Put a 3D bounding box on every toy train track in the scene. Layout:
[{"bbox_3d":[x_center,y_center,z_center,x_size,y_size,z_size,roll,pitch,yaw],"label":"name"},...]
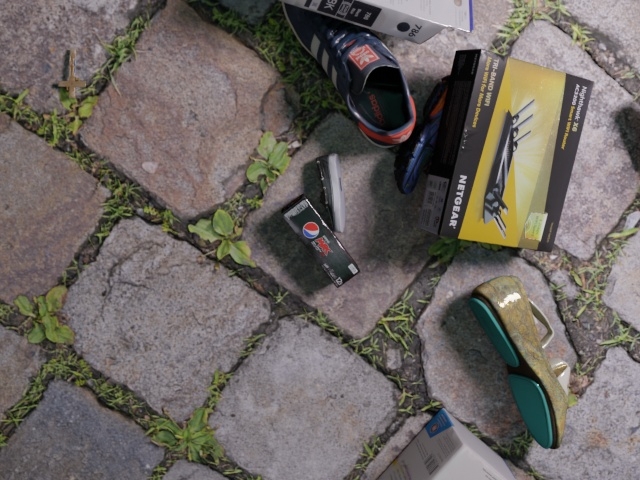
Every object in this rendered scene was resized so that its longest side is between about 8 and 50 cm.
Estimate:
[{"bbox_3d":[-0.423,-0.285,1.235,0.048,0.014,0.083,2,93,3],"label":"toy train track"}]

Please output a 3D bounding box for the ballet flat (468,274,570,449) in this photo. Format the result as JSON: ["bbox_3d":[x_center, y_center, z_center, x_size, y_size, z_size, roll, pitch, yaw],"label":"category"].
[{"bbox_3d":[0.391,0.219,1.326,0.123,0.123,0.349,-27,100,1],"label":"ballet flat"}]

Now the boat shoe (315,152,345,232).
[{"bbox_3d":[0.019,-0.083,1.283,0.040,0.049,0.142,-4,98,16],"label":"boat shoe"}]

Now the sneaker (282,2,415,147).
[{"bbox_3d":[0.056,-0.314,1.193,0.131,0.148,0.350,-35,99,2],"label":"sneaker"}]

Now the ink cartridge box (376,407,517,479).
[{"bbox_3d":[0.223,0.470,1.320,0.168,0.171,0.233,41,95,-9],"label":"ink cartridge box"}]

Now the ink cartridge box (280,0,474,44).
[{"bbox_3d":[0.086,-0.420,1.165,0.332,0.065,0.165,13,61,-14],"label":"ink cartridge box"}]

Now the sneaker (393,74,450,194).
[{"bbox_3d":[0.204,-0.175,1.262,0.087,0.083,0.221,28,99,-13],"label":"sneaker"}]

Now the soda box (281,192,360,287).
[{"bbox_3d":[0.000,0.000,1.285,0.053,0.060,0.169,-36,100,4],"label":"soda box"}]

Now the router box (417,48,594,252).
[{"bbox_3d":[0.316,-0.147,1.236,0.242,0.081,0.309,7,99,-25],"label":"router box"}]
